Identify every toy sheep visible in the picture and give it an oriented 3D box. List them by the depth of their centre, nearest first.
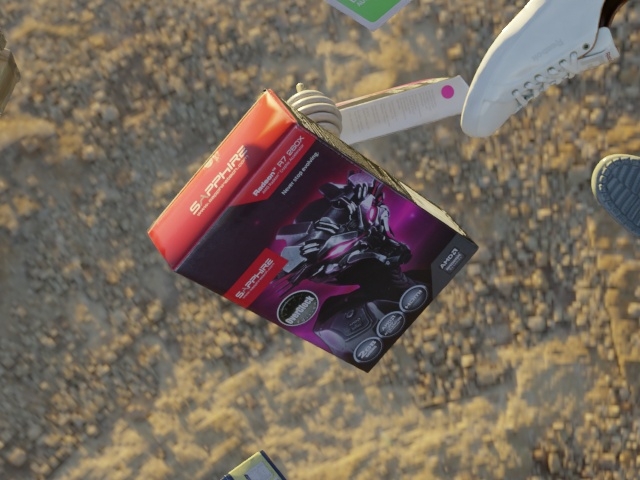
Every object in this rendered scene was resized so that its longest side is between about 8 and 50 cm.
[{"bbox_3d":[-0.011,-0.162,1.888,0.091,0.091,0.132,-23,58,-2],"label":"toy sheep"}]

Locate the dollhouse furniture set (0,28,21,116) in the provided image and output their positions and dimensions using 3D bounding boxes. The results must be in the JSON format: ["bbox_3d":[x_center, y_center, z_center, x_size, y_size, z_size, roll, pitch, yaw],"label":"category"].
[{"bbox_3d":[-0.334,-0.113,1.080,0.123,0.144,0.151,21,74,2],"label":"dollhouse furniture set"}]

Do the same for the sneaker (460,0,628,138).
[{"bbox_3d":[0.293,-0.231,1.707,0.123,0.106,0.290,39,98,21],"label":"sneaker"}]

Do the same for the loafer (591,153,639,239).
[{"bbox_3d":[0.448,-0.023,1.732,0.251,0.087,0.094,33,91,-4],"label":"loafer"}]

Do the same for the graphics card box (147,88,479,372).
[{"bbox_3d":[0.000,0.000,1.697,0.233,0.371,0.094,-49,43,10],"label":"graphics card box"}]

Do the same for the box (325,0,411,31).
[{"bbox_3d":[0.079,-0.301,0.826,0.262,0.127,0.231,-36,36,35],"label":"box"}]

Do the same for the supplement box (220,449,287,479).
[{"bbox_3d":[-0.074,0.287,1.485,0.083,0.083,0.056,50,119,8],"label":"supplement box"}]

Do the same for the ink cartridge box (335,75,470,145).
[{"bbox_3d":[0.098,-0.192,2.068,0.371,0.176,0.069,-14,98,-13],"label":"ink cartridge box"}]
